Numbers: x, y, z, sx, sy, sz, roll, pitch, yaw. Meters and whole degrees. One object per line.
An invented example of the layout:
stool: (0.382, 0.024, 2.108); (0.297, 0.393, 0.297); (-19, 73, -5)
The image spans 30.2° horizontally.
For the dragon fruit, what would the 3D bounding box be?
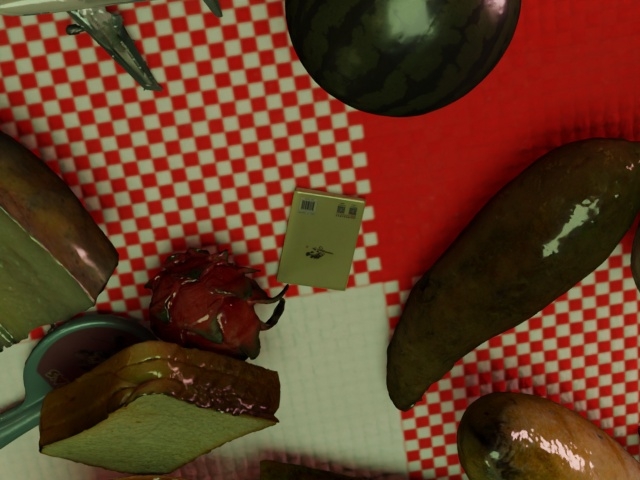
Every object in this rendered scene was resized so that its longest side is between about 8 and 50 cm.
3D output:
dragon fruit: (-0.115, 0.072, 1.236); (0.142, 0.130, 0.121); (32, 77, -18)

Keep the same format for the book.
book: (0.000, 0.000, 1.259); (0.077, 0.014, 0.111); (9, 115, -8)

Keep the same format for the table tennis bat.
table tennis bat: (-0.283, 0.169, 1.309); (0.244, 0.040, 0.153); (-30, 122, 6)

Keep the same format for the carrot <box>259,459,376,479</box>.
carrot: (0.061, 0.334, 1.383); (0.301, 0.114, 0.114); (14, 115, -10)

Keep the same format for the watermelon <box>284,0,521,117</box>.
watermelon: (0.071, -0.212, 1.051); (0.212, 0.212, 0.212); (-2, 117, -4)

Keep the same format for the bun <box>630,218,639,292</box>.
bun: (0.432, -0.046, 1.170); (0.283, 0.283, 0.179); (-22, 79, 6)

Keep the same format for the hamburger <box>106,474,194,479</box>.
hamburger: (-0.176, 0.397, 1.244); (0.274, 0.274, 0.212); (6, 112, -9)

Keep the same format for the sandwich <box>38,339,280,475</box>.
sandwich: (-0.173, 0.181, 1.235); (0.186, 0.065, 0.214); (20, 142, -37)

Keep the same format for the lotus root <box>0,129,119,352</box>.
lotus root: (-0.369, -0.019, 1.147); (0.267, 0.149, 0.260); (-26, 114, 28)

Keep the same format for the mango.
mango: (0.265, 0.283, 1.341); (0.329, 0.176, 0.176); (40, 95, -17)

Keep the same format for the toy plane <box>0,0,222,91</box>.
toy plane: (-0.195, -0.231, 1.096); (0.226, 0.058, 0.226); (-4, 127, -6)

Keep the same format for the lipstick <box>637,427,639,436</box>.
lipstick: (0.427, 0.282, 1.429); (0.045, 0.045, 0.145); (-24, 118, 5)

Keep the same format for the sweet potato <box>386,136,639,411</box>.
sweet potato: (0.185, 0.040, 1.245); (0.130, 0.130, 0.423); (32, 117, -19)
